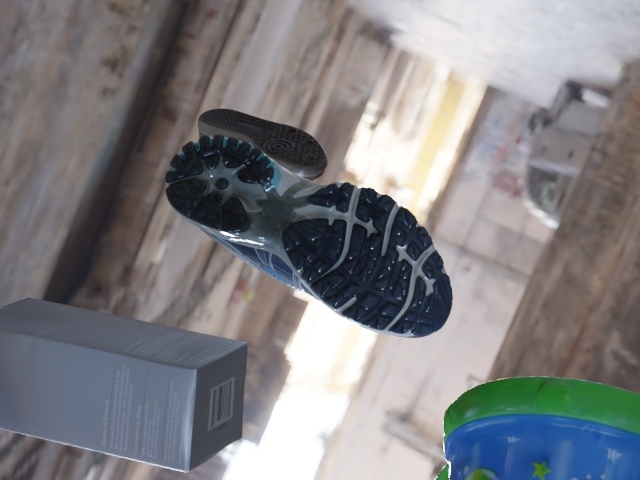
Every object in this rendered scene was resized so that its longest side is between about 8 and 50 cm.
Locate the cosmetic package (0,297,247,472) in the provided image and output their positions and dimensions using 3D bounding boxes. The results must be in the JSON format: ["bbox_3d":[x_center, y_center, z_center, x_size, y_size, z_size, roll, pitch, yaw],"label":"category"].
[{"bbox_3d":[-0.198,0.126,1.295,0.238,0.107,0.127,8,-170,20],"label":"cosmetic package"}]

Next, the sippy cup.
[{"bbox_3d":[0.196,0.261,1.155,0.240,0.224,0.305,15,150,1],"label":"sippy cup"}]

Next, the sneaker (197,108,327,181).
[{"bbox_3d":[-0.062,-0.092,1.609,0.066,0.071,0.188,-29,-139,-35],"label":"sneaker"}]

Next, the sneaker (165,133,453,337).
[{"bbox_3d":[0.000,0.000,1.273,0.283,0.110,0.122,31,171,19],"label":"sneaker"}]
